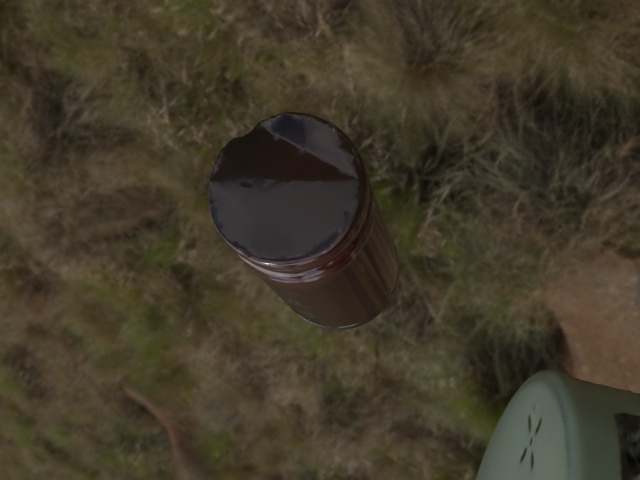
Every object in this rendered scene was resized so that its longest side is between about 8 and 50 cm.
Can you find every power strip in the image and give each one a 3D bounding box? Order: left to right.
[{"bbox_3d":[0.241,0.289,0.827,0.161,0.358,0.357,15,151,-1],"label":"power strip"}]

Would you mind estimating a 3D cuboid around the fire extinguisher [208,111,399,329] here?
[{"bbox_3d":[0.000,0.000,0.798,0.135,0.114,0.337,61,-179,19],"label":"fire extinguisher"}]
